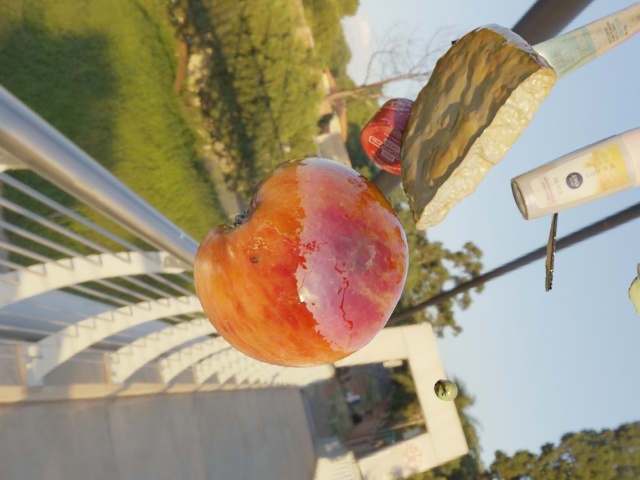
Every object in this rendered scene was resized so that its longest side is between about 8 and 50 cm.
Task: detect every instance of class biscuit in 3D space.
[{"bbox_3d":[0.309,-0.264,1.410,0.446,0.103,0.429,-99,-148,-56],"label":"biscuit"}]

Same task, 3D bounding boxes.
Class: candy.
[{"bbox_3d":[0.306,0.374,1.571,0.202,0.061,0.061,35,39,-73],"label":"candy"}]

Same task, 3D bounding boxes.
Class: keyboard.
[{"bbox_3d":[0.475,0.008,1.298,0.074,0.015,0.197,17,78,-78],"label":"keyboard"}]

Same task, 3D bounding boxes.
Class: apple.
[{"bbox_3d":[-0.004,0.023,0.826,0.251,0.293,0.163,37,-19,-18],"label":"apple"}]

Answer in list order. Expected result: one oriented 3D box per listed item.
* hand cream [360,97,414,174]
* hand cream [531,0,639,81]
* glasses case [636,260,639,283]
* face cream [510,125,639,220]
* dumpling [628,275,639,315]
[{"bbox_3d":[0.220,-0.289,1.763,0.193,0.125,0.193,31,-26,17],"label":"hand cream"},{"bbox_3d":[0.633,-0.471,1.502,0.111,0.312,0.070,62,-4,-13],"label":"hand cream"},{"bbox_3d":[0.595,0.101,1.094,0.197,0.049,0.076,41,36,-33],"label":"glasses case"},{"bbox_3d":[0.502,-0.125,1.203,0.073,0.269,0.107,-92,162,-82],"label":"face cream"},{"bbox_3d":[0.852,0.070,1.311,0.270,0.212,0.321,37,-31,5],"label":"dumpling"}]
